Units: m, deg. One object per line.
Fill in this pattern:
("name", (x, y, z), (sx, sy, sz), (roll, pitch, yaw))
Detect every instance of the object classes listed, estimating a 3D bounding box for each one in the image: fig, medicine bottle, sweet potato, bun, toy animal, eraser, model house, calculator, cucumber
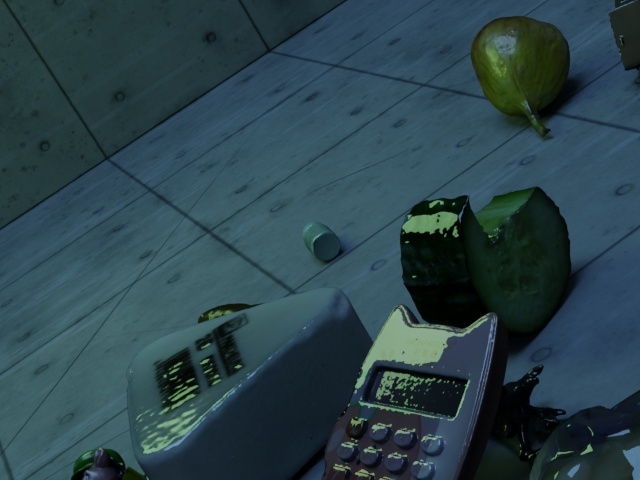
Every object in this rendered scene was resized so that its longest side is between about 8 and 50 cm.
("fig", (0.327, -0.246, 2.213), (0.159, 0.159, 0.257), (-26, 40, 15))
("medicine bottle", (0.000, 0.000, 2.190), (0.047, 0.047, 0.083), (-33, 19, -4))
("sweet potato", (-0.090, 0.115, 2.033), (0.233, 0.062, 0.081), (-14, 24, 33))
("bun", (0.282, 0.199, 1.139), (0.272, 0.168, 0.273), (-25, 13, 6))
("toy animal", (-0.248, 0.316, 1.748), (0.103, 0.100, 0.208), (-13, 6, -16))
("eraser", (-0.121, 0.200, 1.740), (0.331, 0.150, 0.331), (-29, 18, 10))
("model house", (0.518, -0.309, 2.057), (0.180, 0.176, 0.248), (-21, 38, 25))
("calculator", (0.076, 0.223, 1.404), (0.220, 0.048, 0.330), (4, 65, 55))
("cucumber", (0.203, 0.027, 1.668), (0.191, 0.191, 0.130), (-41, 23, -26))

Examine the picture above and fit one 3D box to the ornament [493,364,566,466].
("ornament", (0.148, 0.195, 1.463), (0.202, 0.080, 0.236), (-38, 21, -18))
